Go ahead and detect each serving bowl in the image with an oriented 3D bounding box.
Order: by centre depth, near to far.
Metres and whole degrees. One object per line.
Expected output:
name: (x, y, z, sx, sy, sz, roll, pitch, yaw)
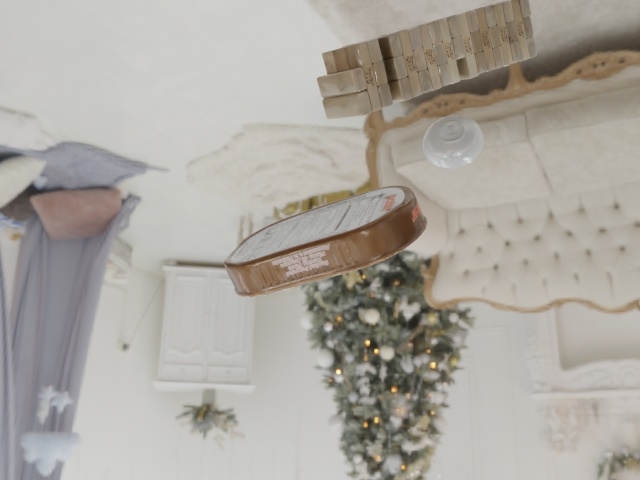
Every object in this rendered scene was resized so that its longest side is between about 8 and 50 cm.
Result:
serving bowl: (0.177, -0.138, 0.909, 0.083, 0.083, 0.027, -5, 146, 17)

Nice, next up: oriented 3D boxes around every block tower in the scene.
block tower: (0.159, -0.261, 0.950, 0.335, 0.091, 0.097, -24, -162, -26)

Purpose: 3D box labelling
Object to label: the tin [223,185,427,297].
tin: (0.000, 0.000, 0.602, 0.189, 0.106, 0.040, -17, 113, 23)
